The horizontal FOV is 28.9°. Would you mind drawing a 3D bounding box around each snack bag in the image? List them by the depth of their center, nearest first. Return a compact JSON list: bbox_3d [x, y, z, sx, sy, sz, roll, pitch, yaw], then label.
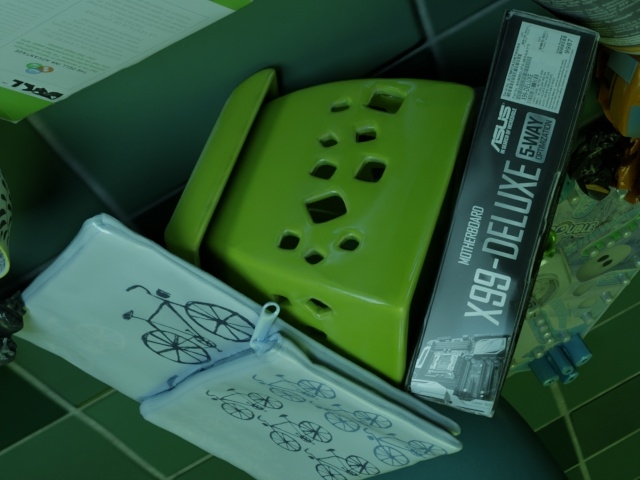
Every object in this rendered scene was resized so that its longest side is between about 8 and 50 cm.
[{"bbox_3d":[-0.096,0.112,1.037,0.342,0.037,0.323,33,152,-15],"label":"snack bag"}]

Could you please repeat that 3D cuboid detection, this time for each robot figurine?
[{"bbox_3d":[0.341,-0.149,1.222,0.211,0.085,0.291,-32,146,-18],"label":"robot figurine"}]

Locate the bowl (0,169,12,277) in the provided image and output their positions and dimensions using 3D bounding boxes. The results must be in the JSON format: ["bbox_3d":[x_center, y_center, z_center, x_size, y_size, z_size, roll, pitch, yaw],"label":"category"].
[{"bbox_3d":[-0.284,-0.048,0.887,0.170,0.080,0.170,18,156,8],"label":"bowl"}]

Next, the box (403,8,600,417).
[{"bbox_3d":[0.160,-0.026,1.053,0.242,0.076,0.307,-19,124,-78],"label":"box"}]

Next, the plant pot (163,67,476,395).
[{"bbox_3d":[0.000,0.000,1.041,0.207,0.227,0.228,13,147,11],"label":"plant pot"}]

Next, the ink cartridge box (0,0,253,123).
[{"bbox_3d":[-0.198,-0.175,0.800,0.255,0.097,0.188,-18,159,38],"label":"ink cartridge box"}]

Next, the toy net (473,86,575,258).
[{"bbox_3d":[0.179,-0.071,1.238,0.232,0.045,0.122,33,78,-43],"label":"toy net"}]

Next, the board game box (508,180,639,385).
[{"bbox_3d":[0.256,0.070,1.521,0.390,0.050,0.390,-4,141,-33],"label":"board game box"}]

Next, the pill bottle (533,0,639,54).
[{"bbox_3d":[0.195,-0.251,0.921,0.162,0.162,0.278,-44,145,23],"label":"pill bottle"}]

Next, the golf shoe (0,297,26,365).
[{"bbox_3d":[-0.337,0.047,1.006,0.094,0.077,0.198,-11,138,37],"label":"golf shoe"}]

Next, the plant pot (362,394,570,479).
[{"bbox_3d":[0.133,0.287,1.464,0.293,0.235,0.293,-19,147,-13],"label":"plant pot"}]
